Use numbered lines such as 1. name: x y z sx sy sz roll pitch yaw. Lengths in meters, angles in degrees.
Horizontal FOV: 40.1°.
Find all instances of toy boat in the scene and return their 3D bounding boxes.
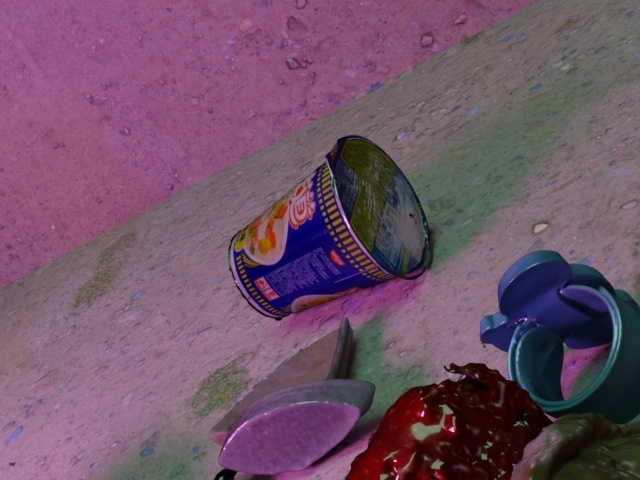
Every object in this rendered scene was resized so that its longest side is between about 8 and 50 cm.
1. toy boat: -0.046 0.259 1.384 0.276 0.111 0.293 -29 12 2

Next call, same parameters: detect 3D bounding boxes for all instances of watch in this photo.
1. watch: 0.308 0.136 1.068 0.211 0.211 0.193 -28 40 16

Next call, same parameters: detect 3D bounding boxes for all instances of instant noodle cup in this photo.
1. instant noodle cup: 0.000 0.000 1.629 0.312 0.284 0.284 -29 22 33

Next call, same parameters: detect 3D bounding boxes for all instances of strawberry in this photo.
1. strawberry: 0.151 0.271 0.919 0.220 0.274 0.274 31 64 34

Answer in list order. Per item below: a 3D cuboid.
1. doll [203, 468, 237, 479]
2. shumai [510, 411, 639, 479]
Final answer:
1. doll: -0.210 0.415 1.330 0.219 0.067 0.091 -33 12 19
2. shumai: 0.281 0.282 0.681 0.262 0.314 0.267 5 59 34
